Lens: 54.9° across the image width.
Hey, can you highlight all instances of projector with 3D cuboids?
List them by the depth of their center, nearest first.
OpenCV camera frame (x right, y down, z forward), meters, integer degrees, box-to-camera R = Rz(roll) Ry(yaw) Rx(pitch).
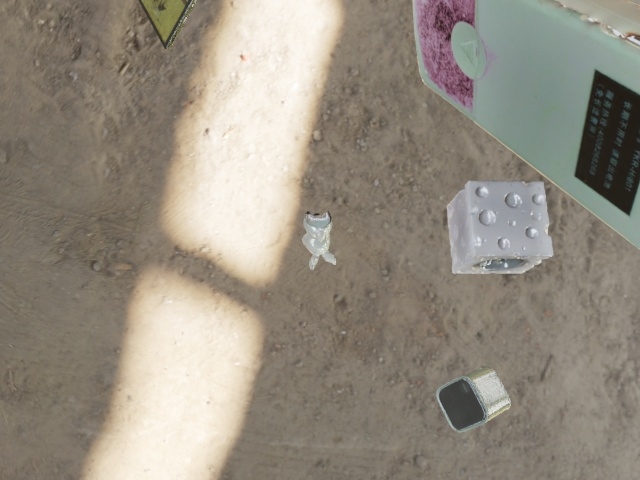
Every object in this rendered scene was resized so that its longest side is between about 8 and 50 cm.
[{"bbox_3d":[0.262,0.272,1.056,0.082,0.083,0.083,-6,64,-47],"label":"projector"}]

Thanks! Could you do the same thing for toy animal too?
[{"bbox_3d":[-0.003,-0.004,1.445,0.071,0.085,0.124,-15,137,-20],"label":"toy animal"}]

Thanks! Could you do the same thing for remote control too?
[{"bbox_3d":[0.176,-0.108,0.440,0.050,0.344,0.145,-26,139,-12],"label":"remote control"}]

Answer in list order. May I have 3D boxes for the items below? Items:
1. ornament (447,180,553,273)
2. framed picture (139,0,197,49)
[{"bbox_3d":[0.549,-0.035,1.922,0.239,0.240,0.239,-1,74,-5],"label":"ornament"},{"bbox_3d":[-0.254,-0.565,1.139,0.014,0.338,0.255,1,51,-47],"label":"framed picture"}]
